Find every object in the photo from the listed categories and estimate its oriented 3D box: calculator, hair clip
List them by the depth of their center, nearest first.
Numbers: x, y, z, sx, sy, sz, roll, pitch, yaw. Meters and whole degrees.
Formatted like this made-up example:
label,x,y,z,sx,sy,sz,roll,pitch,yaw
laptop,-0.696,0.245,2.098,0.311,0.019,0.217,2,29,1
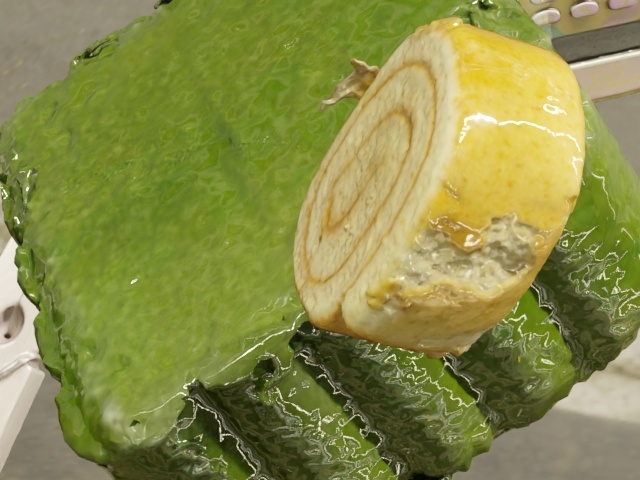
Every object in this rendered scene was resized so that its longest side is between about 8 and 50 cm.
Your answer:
label,x,y,z,sx,sy,sz,roll,pitch,yaw
calculator,0.214,-0.201,1.401,0.157,0.033,0.236,-11,128,0
hair clip,-0.344,0.158,1.840,0.101,0.085,0.330,23,80,14

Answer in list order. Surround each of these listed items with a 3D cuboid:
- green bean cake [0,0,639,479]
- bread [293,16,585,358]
label,x,y,z,sx,sy,sz,roll,pitch,yaw
green bean cake,0.000,0.000,1.014,0.335,0.319,0.218,-32,132,9
bread,0.041,-0.016,0.724,0.073,0.149,0.122,17,38,-21
